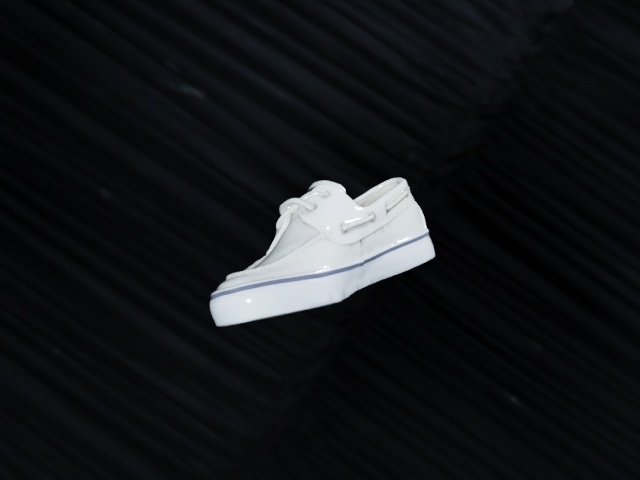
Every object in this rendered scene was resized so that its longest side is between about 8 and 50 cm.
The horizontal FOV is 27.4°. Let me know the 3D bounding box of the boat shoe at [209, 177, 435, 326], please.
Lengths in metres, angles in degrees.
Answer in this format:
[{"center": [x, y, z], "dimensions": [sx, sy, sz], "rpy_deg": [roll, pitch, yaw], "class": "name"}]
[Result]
[{"center": [0.000, 0.000, 0.399], "dimensions": [0.035, 0.035, 0.100], "rpy_deg": [-13, -175, 41], "class": "boat shoe"}]
